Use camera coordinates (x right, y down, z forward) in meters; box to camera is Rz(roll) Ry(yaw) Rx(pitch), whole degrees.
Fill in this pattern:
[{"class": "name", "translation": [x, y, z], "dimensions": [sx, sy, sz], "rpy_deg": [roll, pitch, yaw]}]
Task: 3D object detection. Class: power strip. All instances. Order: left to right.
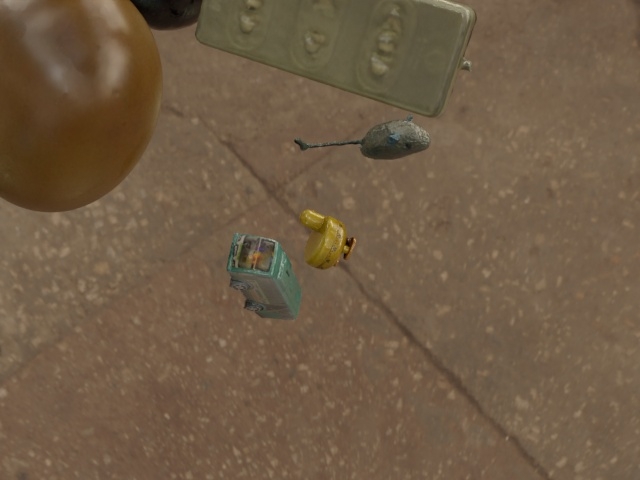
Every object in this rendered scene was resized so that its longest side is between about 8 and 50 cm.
[{"class": "power strip", "translation": [0.017, -0.198, 0.823], "dimensions": [0.256, 0.105, 0.070], "rpy_deg": [19, 20, 7]}]

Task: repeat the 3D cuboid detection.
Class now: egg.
[{"class": "egg", "translation": [-0.365, -0.200, 1.241], "dimensions": [0.282, 0.351, 0.283], "rpy_deg": [16, 40, -14]}]

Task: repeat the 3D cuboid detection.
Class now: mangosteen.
[{"class": "mangosteen", "translation": [-0.279, -0.501, 1.649], "dimensions": [0.242, 0.243, 0.243], "rpy_deg": [-1, 61, 3]}]

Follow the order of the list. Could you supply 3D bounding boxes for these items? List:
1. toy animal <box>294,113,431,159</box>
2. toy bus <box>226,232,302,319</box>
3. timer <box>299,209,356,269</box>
[{"class": "toy animal", "translation": [0.084, -0.187, 1.674], "dimensions": [0.252, 0.079, 0.070], "rpy_deg": [0, 47, 20]}, {"class": "toy bus", "translation": [-0.103, 0.071, 1.654], "dimensions": [0.109, 0.262, 0.091], "rpy_deg": [5, 69, 11]}, {"class": "timer", "translation": [0.000, 0.000, 1.741], "dimensions": [0.109, 0.107, 0.107], "rpy_deg": [24, 61, -17]}]
